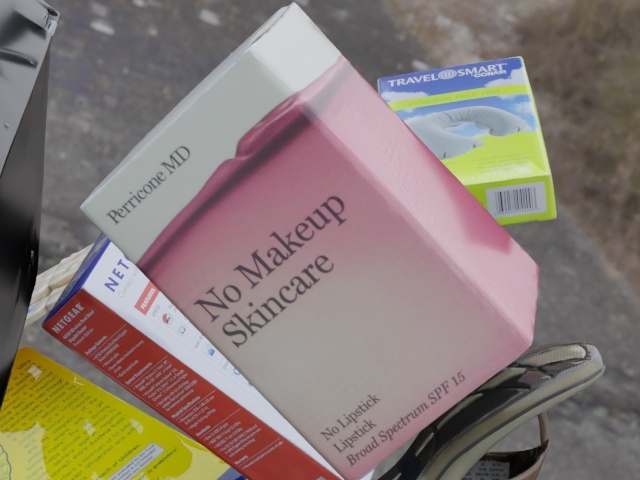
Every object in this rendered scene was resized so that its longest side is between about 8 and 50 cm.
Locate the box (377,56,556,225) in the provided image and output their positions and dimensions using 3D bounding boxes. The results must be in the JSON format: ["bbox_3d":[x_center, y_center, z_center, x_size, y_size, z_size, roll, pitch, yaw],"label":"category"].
[{"bbox_3d":[0.096,-0.071,1.008,0.109,0.042,0.178,-8,34,5],"label":"box"}]

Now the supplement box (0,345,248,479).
[{"bbox_3d":[-0.248,0.296,1.542,0.357,0.194,0.195,23,47,35],"label":"supplement box"}]

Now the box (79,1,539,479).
[{"bbox_3d":[0.000,0.000,0.873,0.232,0.149,0.127,46,21,-8],"label":"box"}]

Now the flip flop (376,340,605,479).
[{"bbox_3d":[0.104,0.177,1.065,0.080,0.277,0.112,43,5,-6],"label":"flip flop"}]

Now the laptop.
[{"bbox_3d":[-0.341,-0.066,1.145,0.408,0.236,0.382,38,21,-20],"label":"laptop"}]

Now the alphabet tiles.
[{"bbox_3d":[-0.265,0.029,1.608,0.021,0.284,0.278,59,2,-10],"label":"alphabet tiles"}]

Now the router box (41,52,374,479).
[{"bbox_3d":[-0.044,0.035,1.339,0.301,0.082,0.335,39,46,-12],"label":"router box"}]
